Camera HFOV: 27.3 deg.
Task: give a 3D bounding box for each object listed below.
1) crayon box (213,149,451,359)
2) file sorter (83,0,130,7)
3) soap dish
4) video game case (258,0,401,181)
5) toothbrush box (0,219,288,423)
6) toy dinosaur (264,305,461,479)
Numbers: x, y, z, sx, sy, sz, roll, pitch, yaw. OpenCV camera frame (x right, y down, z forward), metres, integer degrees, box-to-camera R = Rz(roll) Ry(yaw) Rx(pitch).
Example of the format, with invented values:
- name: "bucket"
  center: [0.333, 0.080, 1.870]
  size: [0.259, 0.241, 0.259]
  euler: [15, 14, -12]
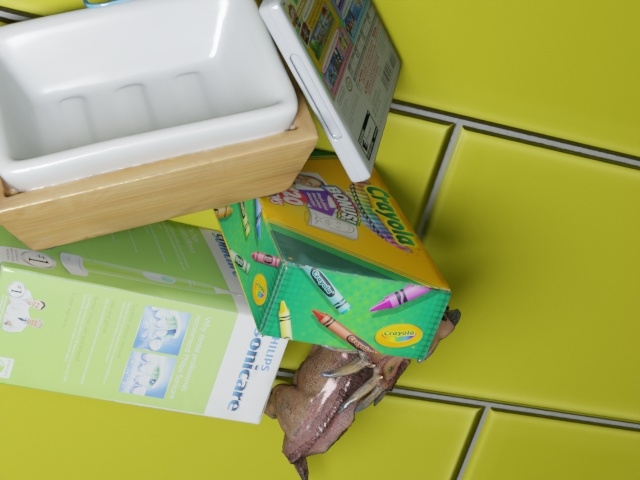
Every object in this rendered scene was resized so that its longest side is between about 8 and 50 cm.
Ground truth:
- name: "crayon box"
  center: [0.000, 0.000, 1.282]
  size: [0.165, 0.278, 0.081]
  euler: [10, 115, -21]
- name: "file sorter"
  center: [-0.179, -0.308, 1.183]
  size: [0.118, 0.104, 0.170]
  euler: [-15, 117, -11]
- name: "soap dish"
  center: [-0.170, -0.116, 1.216]
  size: [0.290, 0.229, 0.118]
  euler: [-14, 138, -10]
- name: "video game case"
  center: [0.015, -0.190, 1.248]
  size: [0.023, 0.212, 0.193]
  euler: [-15, 123, 24]
- name: "toothbrush box"
  center: [-0.194, 0.060, 1.293]
  size: [0.283, 0.206, 0.122]
  euler: [11, 110, -22]
- name: "toy dinosaur"
  center: [0.013, 0.158, 1.406]
  size: [0.127, 0.200, 0.296]
  euler: [17, 109, -23]
